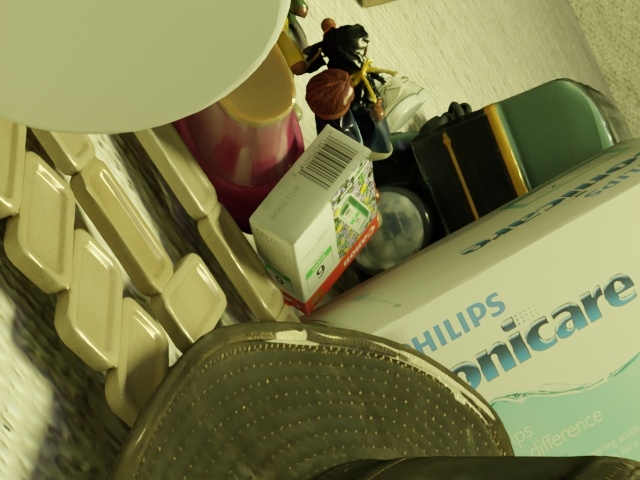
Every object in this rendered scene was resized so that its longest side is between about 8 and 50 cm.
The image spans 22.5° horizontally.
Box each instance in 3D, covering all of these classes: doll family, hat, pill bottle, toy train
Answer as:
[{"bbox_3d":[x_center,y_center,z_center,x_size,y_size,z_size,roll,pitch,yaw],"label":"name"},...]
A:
[{"bbox_3d":[-0.005,-0.092,0.863,0.193,0.076,0.111,49,-20,30],"label":"doll family"},{"bbox_3d":[0.063,0.152,0.565,0.331,0.134,0.331,32,43,-36],"label":"hat"},{"bbox_3d":[-0.089,-0.187,0.612,0.160,0.160,0.283,51,24,-47],"label":"pill bottle"},{"bbox_3d":[0.119,-0.022,1.032,0.142,0.190,0.334,71,16,5],"label":"toy train"}]

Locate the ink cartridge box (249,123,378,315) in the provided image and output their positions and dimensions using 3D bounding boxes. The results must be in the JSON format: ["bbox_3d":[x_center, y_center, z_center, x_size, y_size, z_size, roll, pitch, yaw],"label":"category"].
[{"bbox_3d":[0.000,0.000,0.789,0.029,0.063,0.115,32,-21,20],"label":"ink cartridge box"}]

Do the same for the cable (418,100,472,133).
[{"bbox_3d":[0.124,-0.037,1.327,0.184,0.047,0.150,-60,128,-70],"label":"cable"}]

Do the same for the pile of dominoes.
[{"bbox_3d":[-0.073,0.029,0.665,0.251,0.040,0.196,57,19,-12],"label":"pile of dominoes"}]

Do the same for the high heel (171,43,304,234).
[{"bbox_3d":[-0.067,-0.123,0.809,0.244,0.082,0.117,62,-18,23],"label":"high heel"}]

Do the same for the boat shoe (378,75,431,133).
[{"bbox_3d":[0.059,-0.110,1.242,0.035,0.035,0.100,41,22,1],"label":"boat shoe"}]

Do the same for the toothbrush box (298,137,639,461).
[{"bbox_3d":[0.153,0.122,0.813,0.295,0.216,0.126,63,-13,-9],"label":"toothbrush box"}]

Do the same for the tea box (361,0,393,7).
[{"bbox_3d":[0.167,-0.361,1.195,0.329,0.324,0.220,118,-46,-76],"label":"tea box"}]
